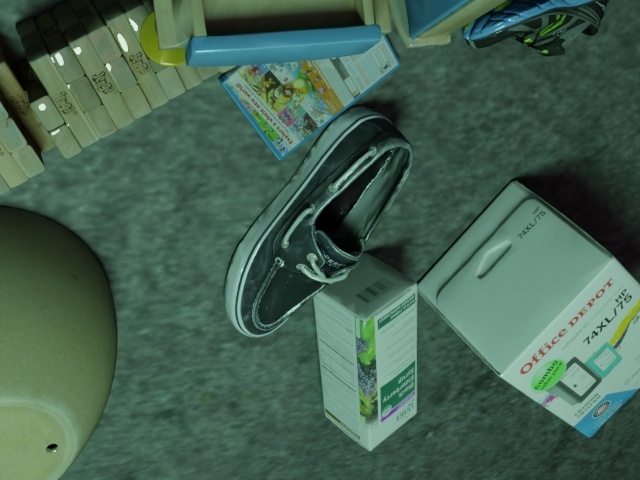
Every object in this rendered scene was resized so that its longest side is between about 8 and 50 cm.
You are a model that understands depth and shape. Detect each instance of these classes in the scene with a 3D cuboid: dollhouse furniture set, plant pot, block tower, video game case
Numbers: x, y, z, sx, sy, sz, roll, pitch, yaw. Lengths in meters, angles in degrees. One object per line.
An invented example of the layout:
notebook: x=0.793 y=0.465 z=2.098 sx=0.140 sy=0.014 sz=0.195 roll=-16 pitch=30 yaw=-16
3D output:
dollhouse furniture set: x=-0.013 y=-0.281 z=0.673 sx=0.303 sy=0.198 sz=0.286 roll=-9 pitch=92 yaw=-15
plant pot: x=-0.314 y=0.137 z=0.772 sx=0.284 sy=0.191 sz=0.284 roll=-16 pitch=130 yaw=-20
block tower: x=-0.244 y=-0.120 z=0.695 sx=0.335 sy=0.097 sz=0.091 roll=-29 pitch=132 yaw=-7
video game case: x=-0.007 y=-0.173 z=0.848 sx=0.166 sy=0.015 sz=0.119 roll=-39 pitch=134 yaw=-1

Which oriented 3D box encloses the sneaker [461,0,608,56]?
sneaker: x=0.243 y=-0.237 z=0.913 sx=0.188 sy=0.067 sz=0.078 roll=-18 pitch=123 yaw=-23

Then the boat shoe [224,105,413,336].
boat shoe: x=0.000 y=0.000 z=0.916 sx=0.108 sy=0.102 sz=0.301 roll=25 pitch=107 yaw=-40

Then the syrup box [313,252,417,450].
syrup box: x=0.060 y=0.145 z=1.049 sx=0.093 sy=0.096 sz=0.237 roll=-31 pitch=134 yaw=-30

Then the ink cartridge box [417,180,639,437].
ink cartridge box: x=0.309 y=0.095 z=1.102 sx=0.198 sy=0.197 sz=0.270 roll=-49 pitch=132 yaw=8
